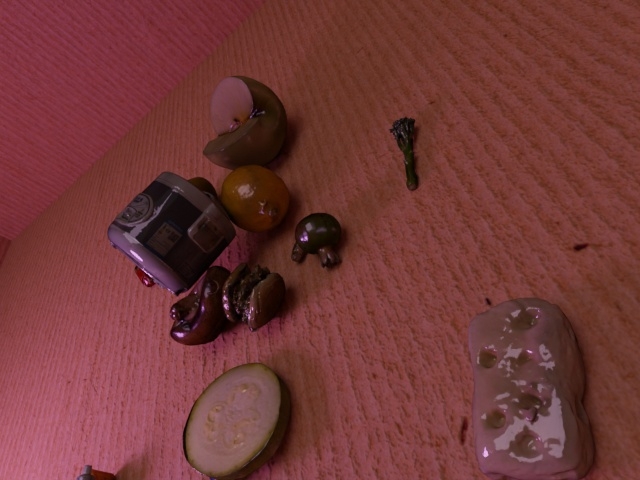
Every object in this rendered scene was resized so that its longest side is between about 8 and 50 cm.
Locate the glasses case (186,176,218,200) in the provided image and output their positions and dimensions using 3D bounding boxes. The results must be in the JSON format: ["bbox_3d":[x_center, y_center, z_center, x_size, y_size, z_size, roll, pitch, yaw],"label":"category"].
[{"bbox_3d":[-0.440,-0.055,1.578,0.141,0.173,0.371,-16,50,31],"label":"glasses case"}]

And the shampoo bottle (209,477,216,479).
[{"bbox_3d":[-0.233,0.455,1.069,0.087,0.050,0.183,-52,38,-6],"label":"shampoo bottle"}]

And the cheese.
[{"bbox_3d":[0.301,0.212,0.714,0.159,0.093,0.262,-16,49,34],"label":"cheese"}]

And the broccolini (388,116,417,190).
[{"bbox_3d":[0.205,-0.215,1.174,0.067,0.058,0.216,-19,49,29],"label":"broccolini"}]

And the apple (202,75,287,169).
[{"bbox_3d":[-0.239,-0.365,1.587,0.258,0.234,0.294,-26,61,47],"label":"apple"}]

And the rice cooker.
[{"bbox_3d":[-0.394,-0.026,1.317,0.288,0.288,0.277,19,64,50],"label":"rice cooker"}]

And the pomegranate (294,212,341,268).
[{"bbox_3d":[0.000,0.000,1.174,0.115,0.115,0.142,-30,69,24],"label":"pomegranate"}]

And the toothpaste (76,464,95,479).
[{"bbox_3d":[-0.571,0.646,1.139,0.064,0.041,0.218,-23,49,22],"label":"toothpaste"}]

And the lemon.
[{"bbox_3d":[-0.186,-0.118,1.371,0.188,0.188,0.257,-51,44,0],"label":"lemon"}]

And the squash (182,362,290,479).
[{"bbox_3d":[-0.181,0.385,1.035,0.252,0.049,0.252,-20,40,18],"label":"squash"}]

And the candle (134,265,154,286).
[{"bbox_3d":[-0.614,0.124,1.702,0.052,0.052,0.131,-54,40,-4],"label":"candle"}]

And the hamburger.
[{"bbox_3d":[-0.160,0.147,1.178,0.131,0.184,0.159,15,34,10],"label":"hamburger"}]

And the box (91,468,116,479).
[{"bbox_3d":[-0.540,0.709,1.146,0.174,0.076,0.274,-56,39,-4],"label":"box"}]

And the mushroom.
[{"bbox_3d":[-0.296,0.177,1.279,0.231,0.138,0.194,-50,1,23],"label":"mushroom"}]

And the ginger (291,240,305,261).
[{"bbox_3d":[-0.042,-0.007,1.261,0.058,0.044,0.137,22,78,32],"label":"ginger"}]
